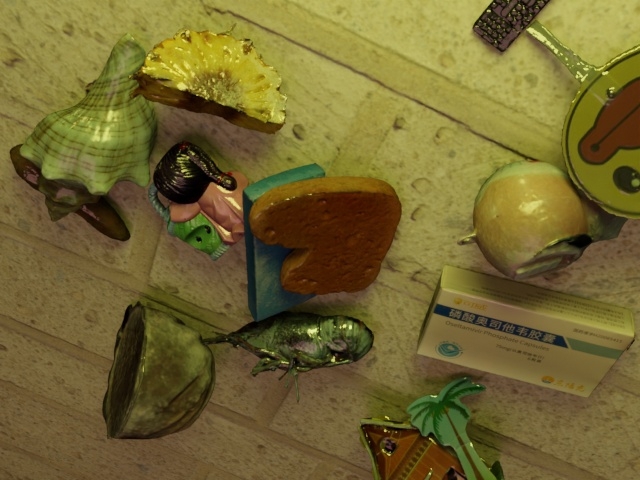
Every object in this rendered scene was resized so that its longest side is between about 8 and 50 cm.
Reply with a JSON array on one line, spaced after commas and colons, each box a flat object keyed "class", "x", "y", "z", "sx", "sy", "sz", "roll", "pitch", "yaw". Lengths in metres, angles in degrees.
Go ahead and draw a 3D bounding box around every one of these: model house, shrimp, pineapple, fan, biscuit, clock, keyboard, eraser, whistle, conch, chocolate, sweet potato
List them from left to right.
[{"class": "sweet potato", "x": -0.471, "y": -0.087, "z": 1.178, "sx": 0.075, "sy": 0.075, "sz": 0.273, "roll": -28, "pitch": 122, "yaw": 35}, {"class": "conch", "x": -0.376, "y": -0.153, "z": 1.023, "sx": 0.203, "sy": 0.169, "sz": 0.386, "roll": 22, "pitch": 138, "yaw": -31}, {"class": "chocolate", "x": -0.340, "y": 0.298, "z": 1.365, "sx": 0.213, "sy": 0.303, "sz": 0.303, "roll": 16, "pitch": 138, "yaw": -28}, {"class": "clock", "x": -0.215, "y": -0.069, "z": 1.090, "sx": 0.195, "sy": 0.100, "sz": 0.194, "roll": 40, "pitch": 132, "yaw": -17}, {"class": "pineapple", "x": -0.153, "y": -0.246, "z": 0.894, "sx": 0.233, "sy": 0.135, "sz": 0.079, "roll": 12, "pitch": 166, "yaw": -21}, {"class": "eraser", "x": -0.065, "y": 0.010, "z": 1.091, "sx": 0.042, "sy": 0.144, "sz": 0.311, "roll": 48, "pitch": 150, "yaw": 36}, {"class": "shrimp", "x": -0.074, "y": 0.232, "z": 1.268, "sx": 0.372, "sy": 0.172, "sz": 0.137, "roll": -13, "pitch": 131, "yaw": 19}, {"class": "biscuit", "x": -0.001, "y": -0.001, "z": 1.044, "sx": 0.262, "sy": 0.052, "sz": 0.277, "roll": -7, "pitch": 139, "yaw": -18}, {"class": "model house", "x": 0.267, "y": 0.461, "z": 1.407, "sx": 0.324, "sy": 0.340, "sz": 0.300, "roll": 34, "pitch": 178, "yaw": 18}, {"class": "keyboard", "x": 0.271, "y": -0.324, "z": 0.763, "sx": 0.060, "sy": 0.018, "sz": 0.195, "roll": 32, "pitch": 132, "yaw": -8}, {"class": "whistle", "x": 0.369, "y": -0.051, "z": 0.903, "sx": 0.348, "sy": 0.189, "sz": 0.189, "roll": -13, "pitch": 128, "yaw": 5}, {"class": "fan", "x": 0.396, "y": -0.169, "z": 0.784, "sx": 0.335, "sy": 0.011, "sz": 0.229, "roll": 45, "pitch": 111, "yaw": 6}]

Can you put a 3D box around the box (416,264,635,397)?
[{"class": "box", "x": 0.371, "y": 0.174, "z": 1.146, "sx": 0.344, "sy": 0.065, "sz": 0.200, "roll": 14, "pitch": 133, "yaw": 5}]
